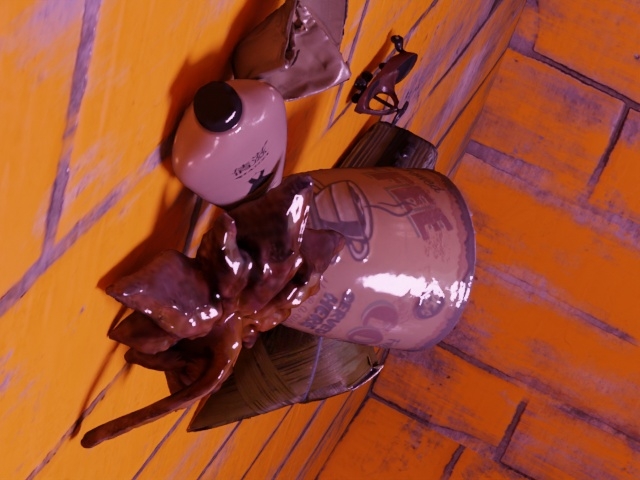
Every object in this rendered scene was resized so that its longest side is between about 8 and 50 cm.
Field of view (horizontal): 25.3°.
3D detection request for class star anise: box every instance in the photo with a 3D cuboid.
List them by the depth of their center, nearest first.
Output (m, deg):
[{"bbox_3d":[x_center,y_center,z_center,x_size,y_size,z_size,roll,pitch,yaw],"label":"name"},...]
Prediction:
[{"bbox_3d":[-0.108,0.076,1.473,0.349,0.109,0.292,-30,142,-20],"label":"star anise"}]

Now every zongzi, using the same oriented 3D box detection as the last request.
[{"bbox_3d":[-0.075,0.132,2.009,0.300,0.138,0.286,-21,127,-12],"label":"zongzi"}]

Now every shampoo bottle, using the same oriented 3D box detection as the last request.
[{"bbox_3d":[-0.085,-0.094,1.381,0.127,0.078,0.257,-37,165,-5],"label":"shampoo bottle"}]

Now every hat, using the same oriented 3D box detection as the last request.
[{"bbox_3d":[-0.031,-0.223,1.413,0.147,0.085,0.175,8,86,-63],"label":"hat"}]

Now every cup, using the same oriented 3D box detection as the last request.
[{"bbox_3d":[0.000,0.000,1.725,0.257,0.301,0.227,9,99,-34],"label":"cup"}]

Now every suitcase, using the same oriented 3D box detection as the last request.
[{"bbox_3d":[0.063,-0.033,2.201,0.312,0.128,0.202,-54,167,-44],"label":"suitcase"}]

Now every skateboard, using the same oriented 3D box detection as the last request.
[{"bbox_3d":[0.100,-0.221,2.045,0.151,0.080,0.067,-53,172,-40],"label":"skateboard"}]

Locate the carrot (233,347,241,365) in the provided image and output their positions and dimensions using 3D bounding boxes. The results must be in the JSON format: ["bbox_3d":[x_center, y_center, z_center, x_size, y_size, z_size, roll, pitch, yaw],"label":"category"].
[{"bbox_3d":[-0.110,0.107,1.954,0.037,0.037,0.190,63,51,-78],"label":"carrot"}]
